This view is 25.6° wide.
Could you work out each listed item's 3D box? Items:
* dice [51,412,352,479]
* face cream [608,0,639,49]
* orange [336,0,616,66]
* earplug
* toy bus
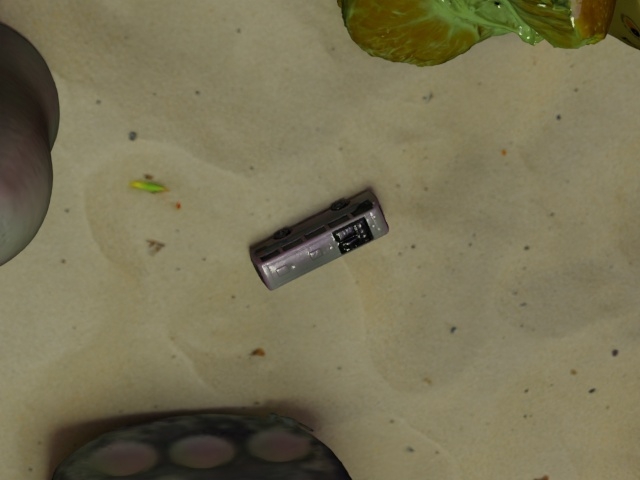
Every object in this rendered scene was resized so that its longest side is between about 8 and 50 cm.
[{"bbox_3d":[-0.103,0.331,1.272,0.270,0.270,0.271,-3,111,-16],"label":"dice"},{"bbox_3d":[0.332,-0.261,1.222,0.218,0.179,0.218,-5,111,-14],"label":"face cream"},{"bbox_3d":[0.135,-0.231,1.168,0.179,0.237,0.158,33,66,-41],"label":"orange"},{"bbox_3d":[-0.270,-0.055,1.061,0.172,0.301,0.172,-6,112,-14],"label":"earplug"},{"bbox_3d":[0.000,0.000,1.297,0.130,0.052,0.037,-26,112,-5],"label":"toy bus"}]
